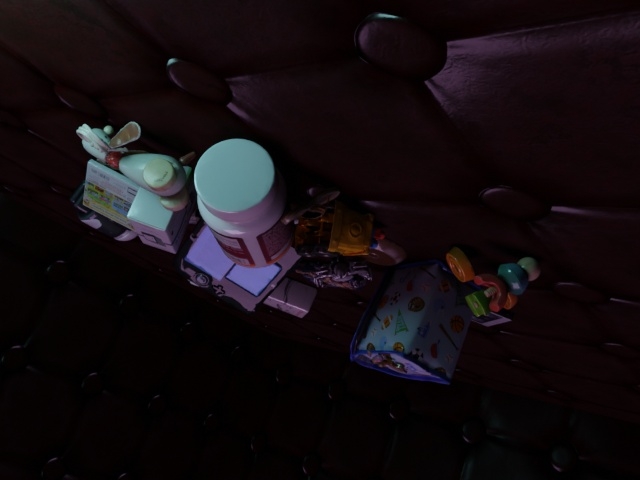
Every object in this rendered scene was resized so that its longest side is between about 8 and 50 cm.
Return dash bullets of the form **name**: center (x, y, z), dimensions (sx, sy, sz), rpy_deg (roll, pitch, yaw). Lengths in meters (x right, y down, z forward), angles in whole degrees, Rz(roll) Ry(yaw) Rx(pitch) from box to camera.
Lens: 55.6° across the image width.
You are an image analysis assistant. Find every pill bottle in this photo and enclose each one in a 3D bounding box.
- **pill bottle**: center (-0.189, -0.086, 1.558), dimensions (0.224, 0.224, 0.392), rpy_deg (18, 162, 8)

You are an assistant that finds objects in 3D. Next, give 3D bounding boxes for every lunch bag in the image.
- **lunch bag**: center (0.260, 0.248, 1.895), dimensions (0.239, 0.327, 0.385), rpy_deg (33, 161, -19)

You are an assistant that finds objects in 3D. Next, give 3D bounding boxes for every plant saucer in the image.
- **plant saucer**: center (0.164, 0.032, 1.839), dimensions (0.199, 0.036, 0.198), rpy_deg (19, 162, 6)

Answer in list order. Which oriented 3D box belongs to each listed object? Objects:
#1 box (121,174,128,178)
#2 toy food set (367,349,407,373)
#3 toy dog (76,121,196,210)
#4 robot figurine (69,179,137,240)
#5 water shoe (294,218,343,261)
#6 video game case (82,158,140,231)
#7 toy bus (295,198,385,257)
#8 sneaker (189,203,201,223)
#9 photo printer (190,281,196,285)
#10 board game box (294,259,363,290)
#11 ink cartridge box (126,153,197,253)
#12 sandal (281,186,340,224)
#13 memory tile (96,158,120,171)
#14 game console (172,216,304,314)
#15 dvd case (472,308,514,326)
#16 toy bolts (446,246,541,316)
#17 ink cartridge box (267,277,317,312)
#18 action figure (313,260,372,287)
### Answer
- **box**: center (-0.628, -0.192, 2.068), dimensions (0.137, 0.027, 0.094), rpy_deg (3, 156, 43)
- **toy food set**: center (0.189, 0.354, 1.747), dimensions (0.122, 0.019, 0.078), rpy_deg (20, 158, 20)
- **toy dog**: center (-0.471, -0.232, 1.637), dimensions (0.334, 0.161, 0.220), rpy_deg (38, 163, -7)
- **robot figurine**: center (-0.777, -0.113, 2.250), dimensions (0.174, 0.209, 0.278), rpy_deg (-26, 138, 26)
- **water shoe**: center (0.000, 0.000, 1.850), dimensions (0.203, 0.080, 0.073), rpy_deg (30, 160, -28)
- **video game case**: center (-0.689, -0.145, 2.053), dimensions (0.227, 0.026, 0.206), rpy_deg (27, 133, -2)
- **toy bus**: center (0.058, -0.019, 1.664), dimensions (0.212, 0.149, 0.220), rpy_deg (11, 171, -27)
- **sneaker**: center (-0.412, -0.091, 2.045), dimensions (0.237, 0.085, 0.086), rpy_deg (14, 156, 15)
- **photo printer**: center (-0.301, 0.105, 2.259), dimensions (0.308, 0.256, 0.107), rpy_deg (14, 122, 18)
- **board game box**: center (0.024, 0.129, 2.286), dimensions (0.243, 0.042, 0.165), rpy_deg (3, 156, 45)
- **ink cartridge box**: center (-0.473, -0.102, 1.861), dimensions (0.122, 0.211, 0.289), rpy_deg (19, 164, -2)
- **sandal**: center (-0.019, -0.076, 1.500), dimensions (0.049, 0.180, 0.072), rpy_deg (54, 146, 5)
- **memory tile**: center (-0.667, -0.257, 1.941), dimensions (0.113, 0.012, 0.148), rpy_deg (23, 164, -8)
- **game console**: center (-0.281, 0.061, 2.012), dimensions (0.342, 0.060, 0.386), rpy_deg (36, 128, -8)
- **dvd case**: center (0.506, 0.229, 2.064), dimensions (0.239, 0.029, 0.179), rpy_deg (22, 163, -6)
- **toy bolts**: center (0.459, 0.082, 1.576), dimensions (0.218, 0.159, 0.228), rpy_deg (61, 173, 3)
- **ink cartridge box**: center (-0.176, 0.234, 2.707), dimensions (0.283, 0.117, 0.207), rpy_deg (22, 163, -4)
- **action figure**: center (0.077, 0.109, 1.979), dimensions (0.186, 0.099, 0.285), rpy_deg (3, 178, 6)
